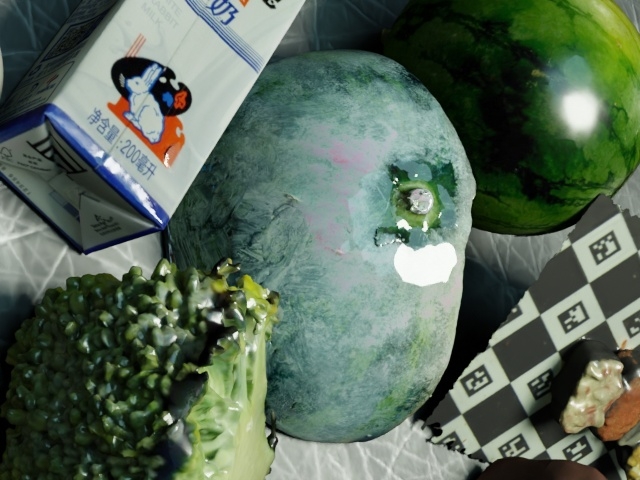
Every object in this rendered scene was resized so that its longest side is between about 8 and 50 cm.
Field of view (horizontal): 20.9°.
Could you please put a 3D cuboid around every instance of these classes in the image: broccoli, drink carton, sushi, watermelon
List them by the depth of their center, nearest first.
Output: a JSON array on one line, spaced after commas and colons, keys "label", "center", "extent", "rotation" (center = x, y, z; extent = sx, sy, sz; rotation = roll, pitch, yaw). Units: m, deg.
[{"label": "broccoli", "center": [-0.137, 0.127, 1.242], "extent": [0.180, 0.273, 0.242], "rotation": [15, 73, 11]}, {"label": "drink carton", "center": [-0.118, -0.149, 1.328], "extent": [0.130, 0.106, 0.315], "rotation": [47, 53, -23]}, {"label": "watermelon", "center": [0.005, -0.001, 1.350], "extent": [0.188, 0.175, 0.322], "rotation": [-6, 81, -42]}, {"label": "watermelon", "center": [0.165, -0.122, 1.479], "extent": [0.242, 0.242, 0.242], "rotation": [12, 71, -38]}, {"label": "sushi", "center": [0.265, 0.127, 1.513], "extent": [0.290, 0.050, 0.264], "rotation": [27, 107, -36]}]

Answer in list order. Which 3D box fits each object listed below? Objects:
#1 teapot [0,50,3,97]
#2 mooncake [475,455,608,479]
[{"label": "teapot", "center": [-0.287, -0.112, 1.188], "extent": [0.145, 0.092, 0.226], "rotation": [34, 62, -28]}, {"label": "mooncake", "center": [0.231, 0.337, 1.462], "extent": [0.334, 0.174, 0.326], "rotation": [-34, 99, -40]}]
